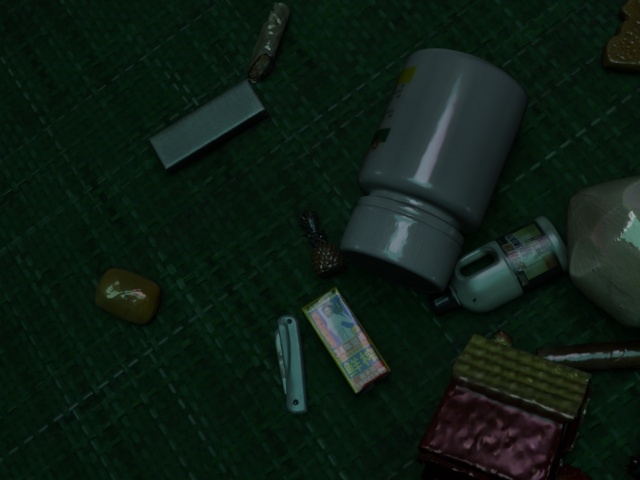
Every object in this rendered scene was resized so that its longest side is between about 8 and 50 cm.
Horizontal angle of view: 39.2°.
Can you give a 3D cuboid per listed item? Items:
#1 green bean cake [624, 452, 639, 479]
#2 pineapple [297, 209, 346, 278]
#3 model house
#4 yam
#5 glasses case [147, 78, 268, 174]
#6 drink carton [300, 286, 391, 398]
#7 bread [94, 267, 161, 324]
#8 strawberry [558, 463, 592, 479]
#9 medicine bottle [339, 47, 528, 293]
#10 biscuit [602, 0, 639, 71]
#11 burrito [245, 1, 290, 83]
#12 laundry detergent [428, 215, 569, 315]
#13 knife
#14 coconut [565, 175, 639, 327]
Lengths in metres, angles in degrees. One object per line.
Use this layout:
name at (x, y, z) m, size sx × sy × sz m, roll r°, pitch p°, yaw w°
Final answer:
green bean cake at (0.504, 0.321, 1.286) m, size 0.193 × 0.107 × 0.208 m, roll -20°, pitch 72°, yaw 8°
pineapple at (0.000, 0.000, 1.488) m, size 0.058 × 0.058 × 0.124 m, roll -21°, pitch 68°, yaw 4°
model house at (0.274, 0.259, 1.301) m, size 0.196 × 0.160 × 0.254 m, roll 16°, pitch 67°, yaw 24°
yam at (0.460, 0.175, 1.363) m, size 0.263 × 0.046 × 0.046 m, roll -5°, pitch 75°, yaw 10°
glasses case at (-0.195, -0.198, 1.576) m, size 0.205 × 0.047 × 0.071 m, roll -31°, pitch 77°, yaw 1°
drink carton at (0.041, 0.162, 1.437) m, size 0.071 × 0.056 × 0.166 m, roll -31°, pitch 72°, yaw -7°
bread at (-0.329, 0.092, 1.520) m, size 0.115 × 0.056 × 0.082 m, roll 24°, pitch 82°, yaw 15°
strawberry at (0.362, 0.384, 1.326) m, size 0.104 × 0.048 × 0.152 m, roll -40°, pitch 76°, yaw -5°
medicine bottle at (0.170, -0.104, 1.401) m, size 0.208 × 0.208 × 0.340 m, roll 21°, pitch 81°, yaw 15°
biscuit at (0.586, -0.313, 1.469) m, size 0.212 × 0.041 × 0.239 m, roll -39°, pitch 73°, yaw -8°
burrito at (-0.092, -0.352, 1.597) m, size 0.041 × 0.055 × 0.149 m, roll 23°, pitch 77°, yaw -16°
laundry detergent at (0.275, 0.053, 1.416) m, size 0.225 × 0.070 × 0.099 m, roll -27°, pitch 81°, yaw 3°
knife at (-0.048, 0.200, 1.459) m, size 0.044 × 0.023 × 0.162 m, roll -8°, pitch 74°, yaw 6°
coconut at (0.467, 0.006, 1.321) m, size 0.224 × 0.224 × 0.234 m, roll -38°, pitch 70°, yaw -1°
